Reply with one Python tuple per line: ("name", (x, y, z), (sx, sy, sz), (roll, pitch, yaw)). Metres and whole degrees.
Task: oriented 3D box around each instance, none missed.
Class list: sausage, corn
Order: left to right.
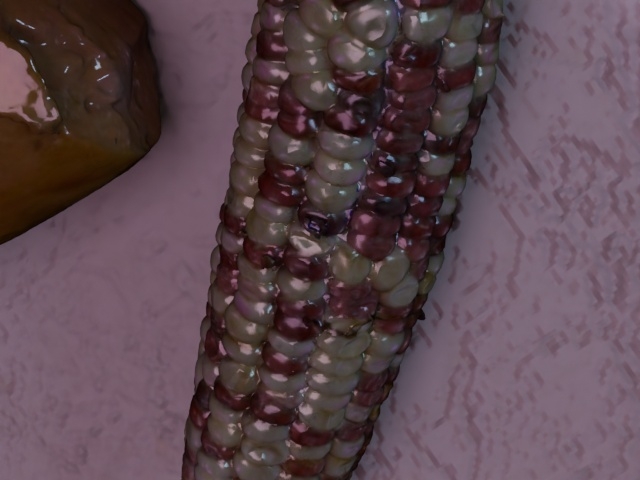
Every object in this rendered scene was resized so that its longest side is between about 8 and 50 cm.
("sausage", (-0.181, -0.015, 0.659), (0.270, 0.109, 0.109), (-24, 92, 29))
("corn", (0.000, 0.000, 0.594), (0.079, 0.079, 0.237), (23, 111, 18))
